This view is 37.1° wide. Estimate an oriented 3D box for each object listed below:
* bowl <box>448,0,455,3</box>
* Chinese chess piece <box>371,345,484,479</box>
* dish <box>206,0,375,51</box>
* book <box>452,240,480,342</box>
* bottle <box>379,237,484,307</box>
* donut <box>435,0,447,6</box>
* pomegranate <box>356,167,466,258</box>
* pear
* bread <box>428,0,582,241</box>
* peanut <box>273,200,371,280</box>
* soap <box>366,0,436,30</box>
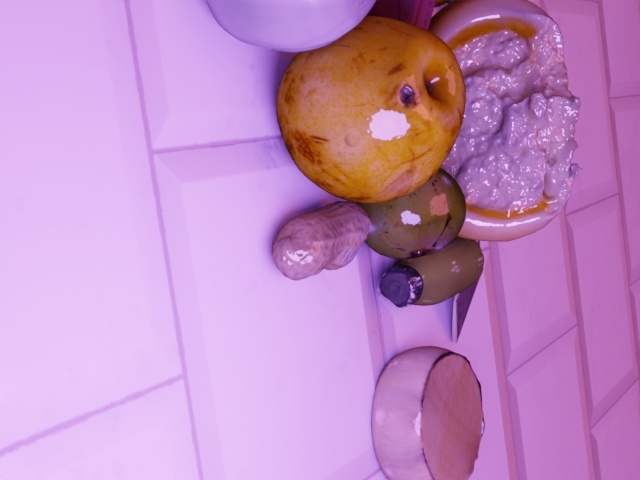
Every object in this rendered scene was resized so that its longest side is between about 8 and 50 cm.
[{"bbox_3d":[0.298,-0.540,1.905,0.211,0.112,0.211,12,76,-56],"label":"bowl"},{"bbox_3d":[0.189,0.311,1.648,0.257,0.104,0.257,12,76,-56],"label":"Chinese chess piece"},{"bbox_3d":[-0.029,-0.338,1.289,0.256,0.256,0.117,-59,149,-41],"label":"dish"},{"bbox_3d":[0.285,0.095,1.863,0.127,0.014,0.181,81,27,-46],"label":"book"},{"bbox_3d":[0.192,0.057,1.675,0.260,0.112,0.112,-18,101,-56],"label":"bottle"},{"bbox_3d":[0.180,-0.523,1.657,0.253,0.118,0.253,54,15,-21],"label":"donut"},{"bbox_3d":[0.132,-0.068,1.554,0.210,0.179,0.179,53,35,7],"label":"pomegranate"},{"bbox_3d":[0.074,-0.188,1.382,0.281,0.281,0.280,10,78,-56],"label":"pear"},{"bbox_3d":[0.308,-0.211,1.681,0.245,0.329,0.424,-10,99,-64],"label":"bread"},{"bbox_3d":[0.000,0.000,1.415,0.214,0.090,0.098,-21,133,-54],"label":"peanut"},{"bbox_3d":[0.087,-0.343,1.512,0.099,0.162,0.250,-53,160,-50],"label":"soap"}]
